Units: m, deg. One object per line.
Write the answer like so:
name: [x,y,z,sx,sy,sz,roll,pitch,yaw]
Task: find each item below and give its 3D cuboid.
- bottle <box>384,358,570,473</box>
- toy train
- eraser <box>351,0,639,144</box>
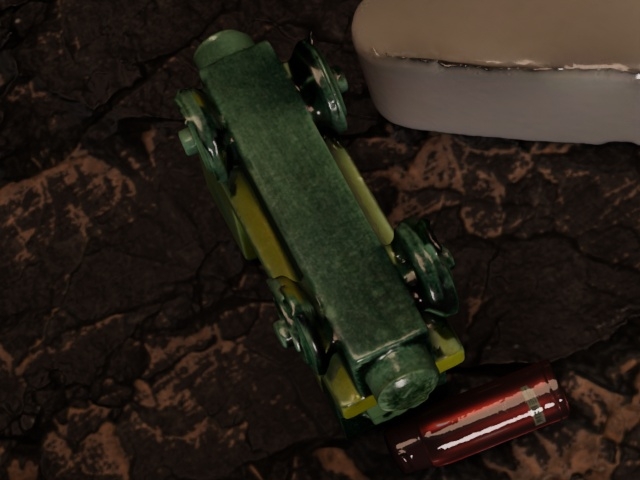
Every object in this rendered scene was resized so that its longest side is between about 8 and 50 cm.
bottle: [0.138,0.160,1.631,0.164,0.060,0.060,-22,63,2]
toy train: [0.000,0.000,1.624,0.160,0.253,0.397,-25,62,-7]
eraser: [0.232,-0.211,1.733,0.331,0.150,0.331,-6,62,11]
